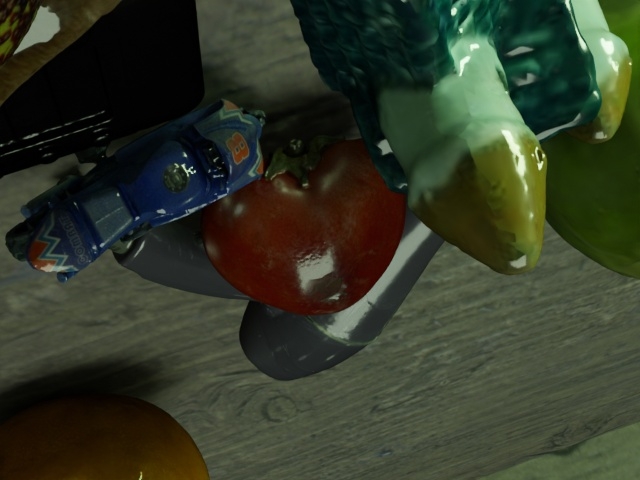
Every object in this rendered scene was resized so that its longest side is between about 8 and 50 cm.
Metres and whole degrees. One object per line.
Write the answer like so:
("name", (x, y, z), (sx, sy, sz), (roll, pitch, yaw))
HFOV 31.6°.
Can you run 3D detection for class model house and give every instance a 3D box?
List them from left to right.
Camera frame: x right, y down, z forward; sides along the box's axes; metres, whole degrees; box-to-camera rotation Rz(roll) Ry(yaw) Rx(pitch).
("model house", (0.069, -0.119, 0.519), (0.184, 0.291, 0.253), (-17, 157, 5))

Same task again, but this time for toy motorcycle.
("toy motorcycle", (-0.112, -0.039, 0.753), (0.205, 0.076, 0.114), (-31, -164, -20))

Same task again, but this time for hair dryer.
("hair dryer", (-0.046, -0.006, 0.916), (0.361, 0.121, 0.301), (12, 133, -42))

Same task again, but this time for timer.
("timer", (-0.164, -0.101, 0.662), (0.187, 0.055, 0.144), (-20, 159, -11))

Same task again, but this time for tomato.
("tomato", (0.000, 0.000, 0.827), (0.159, 0.091, 0.139), (-18, 140, -16))

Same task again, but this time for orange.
("orange", (-0.245, 0.279, 1.195), (0.261, 0.261, 0.261), (-17, 156, -8))

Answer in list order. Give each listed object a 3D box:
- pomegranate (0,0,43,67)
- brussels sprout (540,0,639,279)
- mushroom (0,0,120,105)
("pomegranate", (-0.205, -0.095, 0.419), (0.214, 0.214, 0.248), (-7, 130, -27))
("brussels sprout", (0.253, -0.108, 0.711), (0.316, 0.274, 0.242), (-19, 134, -17))
("mushroom", (-0.149, -0.114, 0.537), (0.210, 0.094, 0.072), (-41, 132, 11))
